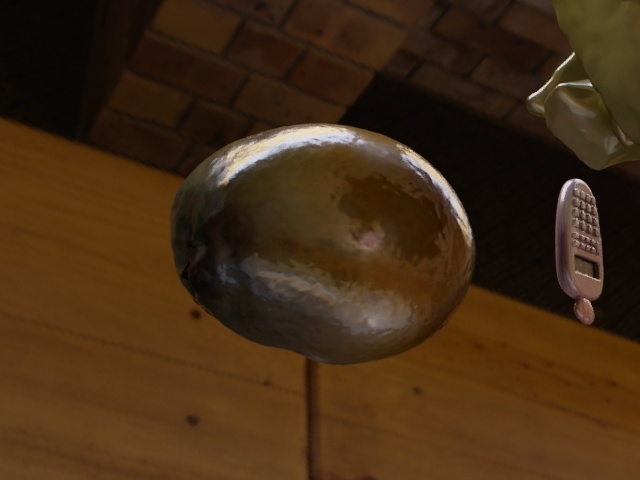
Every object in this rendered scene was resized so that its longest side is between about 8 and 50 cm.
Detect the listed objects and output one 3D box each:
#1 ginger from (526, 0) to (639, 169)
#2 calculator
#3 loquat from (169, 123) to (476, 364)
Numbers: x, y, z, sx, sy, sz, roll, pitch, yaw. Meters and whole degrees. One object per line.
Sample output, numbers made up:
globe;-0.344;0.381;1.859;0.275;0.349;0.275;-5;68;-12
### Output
ginger;0.244;-0.164;0.747;0.358;0.211;0.413;-58;134;-31
calculator;0.294;0.012;1.311;0.103;0.024;0.166;17;71;-54
loquat;0.000;0.000;0.867;0.227;0.179;0.179;15;48;-11
